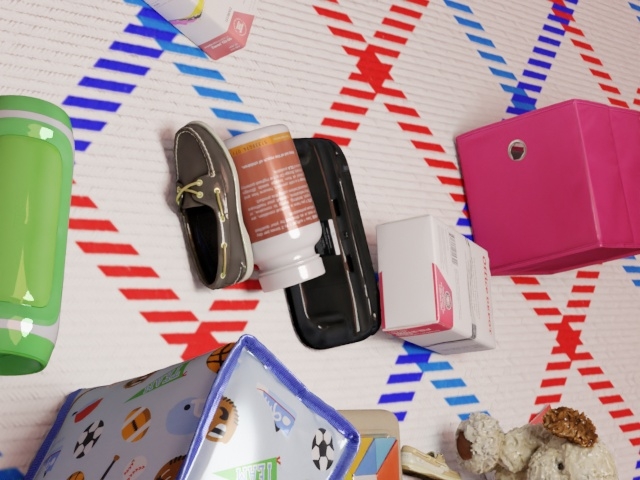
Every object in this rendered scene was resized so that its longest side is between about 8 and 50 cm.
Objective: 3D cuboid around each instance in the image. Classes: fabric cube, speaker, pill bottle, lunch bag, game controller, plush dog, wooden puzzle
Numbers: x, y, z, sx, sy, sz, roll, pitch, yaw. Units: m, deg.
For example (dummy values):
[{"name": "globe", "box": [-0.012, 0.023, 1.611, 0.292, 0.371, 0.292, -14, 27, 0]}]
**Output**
[{"name": "fabric cube", "box": [0.426, -0.085, 2.184, 0.259, 0.254, 0.258, 1, 77, -50]}, {"name": "speaker", "box": [-0.345, -0.006, 1.360, 0.131, 0.131, 0.296, 22, 61, -43]}, {"name": "pill bottle", "box": [-0.070, -0.043, 1.695, 0.121, 0.121, 0.216, -19, 91, -51]}, {"name": "lunch bag", "box": [-0.187, 0.319, 1.266, 0.239, 0.328, 0.385, 43, 49, -25]}, {"name": "game controller", "box": [0.000, 0.000, 1.821, 0.166, 0.067, 0.319, -9, 83, -36]}, {"name": "plush dog", "box": [0.363, 0.364, 1.883, 0.211, 0.225, 0.262, -19, 93, -35]}, {"name": "wooden puzzle", "box": [0.052, 0.358, 1.747, 0.221, 0.044, 0.238, 7, 71, -46]}]

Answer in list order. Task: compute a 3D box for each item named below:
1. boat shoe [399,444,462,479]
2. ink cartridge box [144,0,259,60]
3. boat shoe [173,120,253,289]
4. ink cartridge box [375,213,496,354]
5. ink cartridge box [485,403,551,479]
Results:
[{"name": "boat shoe", "box": [0.171, 0.347, 1.887, 0.135, 0.050, 0.045, 26, 63, -41]}, {"name": "ink cartridge box", "box": [-0.181, -0.362, 1.724, 0.198, 0.067, 0.115, 37, 51, -35]}, {"name": "boat shoe", "box": [-0.152, -0.047, 1.632, 0.069, 0.081, 0.227, -21, 95, -55]}, {"name": "ink cartridge box", "box": [0.184, 0.075, 1.924, 0.237, 0.100, 0.172, 27, 56, -58]}, {"name": "ink cartridge box", "box": [0.414, 0.461, 2.116, 0.261, 0.066, 0.296, -29, 99, -49]}]
